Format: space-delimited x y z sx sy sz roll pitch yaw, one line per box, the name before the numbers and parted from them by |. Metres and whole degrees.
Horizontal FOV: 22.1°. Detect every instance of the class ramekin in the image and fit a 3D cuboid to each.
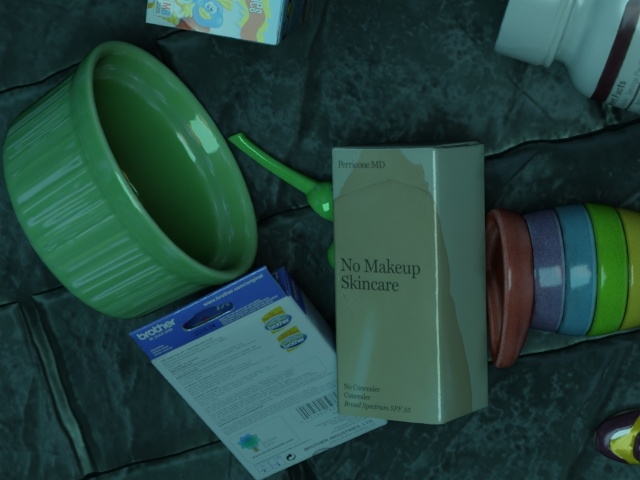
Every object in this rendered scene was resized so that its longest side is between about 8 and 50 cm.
ramekin | -0.218 -0.059 1.851 0.148 0.303 0.303 -29 98 21

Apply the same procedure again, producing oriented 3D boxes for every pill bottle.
pill bottle | 0.399 -0.234 1.760 0.392 0.224 0.224 18 105 3

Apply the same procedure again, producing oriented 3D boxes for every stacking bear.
stacking bear | 0.339 0.036 1.869 0.289 0.175 0.164 -2 143 -4

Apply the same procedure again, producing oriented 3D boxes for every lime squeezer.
lime squeezer | 0.000 0.000 1.956 0.110 0.059 0.310 -23 100 12

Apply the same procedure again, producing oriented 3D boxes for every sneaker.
sneaker | 0.419 0.244 1.945 0.185 0.084 0.070 1 104 7

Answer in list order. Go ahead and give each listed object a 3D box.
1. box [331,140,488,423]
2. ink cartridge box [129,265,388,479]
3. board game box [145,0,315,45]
box | 0.103 0.043 1.877 0.148 0.121 0.311 0 96 33
ink cartridge box | -0.070 0.147 1.924 0.185 0.065 0.311 -26 132 13
board game box | -0.084 -0.307 1.778 0.142 0.275 0.144 10 104 5
